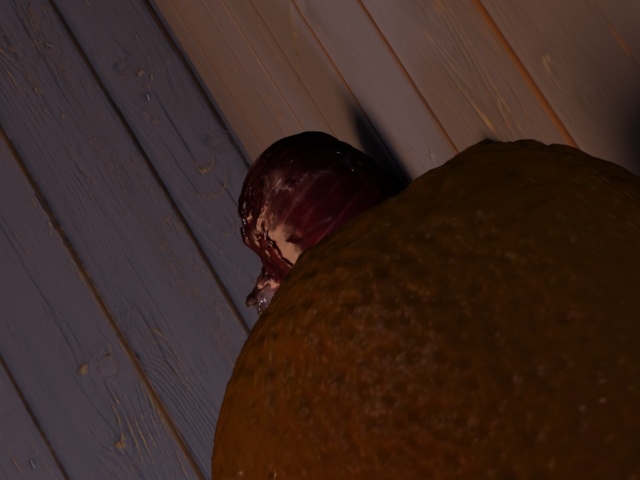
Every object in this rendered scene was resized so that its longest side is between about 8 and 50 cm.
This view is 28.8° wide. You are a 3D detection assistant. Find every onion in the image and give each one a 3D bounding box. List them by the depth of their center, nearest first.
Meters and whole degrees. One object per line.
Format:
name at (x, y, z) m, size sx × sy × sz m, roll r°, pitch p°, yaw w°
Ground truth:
onion at (0.000, 0.000, 1.397) m, size 0.252 × 0.219 × 0.252 m, roll 52°, pitch -179°, yaw -1°

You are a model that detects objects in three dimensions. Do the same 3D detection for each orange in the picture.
orange at (0.111, 0.131, 0.584) m, size 0.322 × 0.322 × 0.357 m, roll 75°, pitch 174°, yaw -73°

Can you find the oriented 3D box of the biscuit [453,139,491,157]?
biscuit at (0.210, 0.121, 0.913) m, size 0.385 × 0.062 × 0.365 m, roll 54°, pitch 172°, yaw 49°
